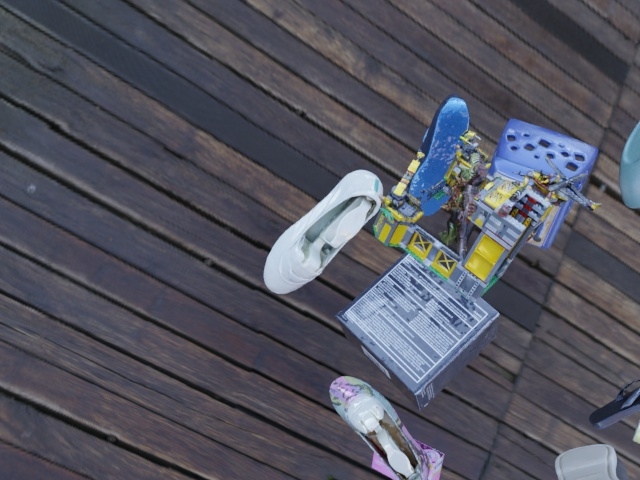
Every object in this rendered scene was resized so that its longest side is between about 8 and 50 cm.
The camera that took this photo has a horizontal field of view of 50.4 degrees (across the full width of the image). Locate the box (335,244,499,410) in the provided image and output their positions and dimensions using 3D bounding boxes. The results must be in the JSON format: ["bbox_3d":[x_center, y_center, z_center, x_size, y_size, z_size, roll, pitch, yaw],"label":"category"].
[{"bbox_3d":[0.254,0.223,1.766,0.294,0.182,0.296,-42,62,-9],"label":"box"}]

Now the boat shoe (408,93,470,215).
[{"bbox_3d":[0.249,-0.171,1.378,0.109,0.258,0.089,19,32,-4],"label":"boat shoe"}]

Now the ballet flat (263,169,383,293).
[{"bbox_3d":[0.000,0.000,1.625,0.139,0.139,0.400,39,108,-13],"label":"ballet flat"}]

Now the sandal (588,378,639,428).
[{"bbox_3d":[0.880,0.451,1.937,0.254,0.097,0.054,-34,93,8],"label":"sandal"}]

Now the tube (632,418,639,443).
[{"bbox_3d":[0.733,0.411,1.307,0.062,0.240,0.070,-65,152,-6],"label":"tube"}]

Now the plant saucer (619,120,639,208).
[{"bbox_3d":[0.432,-0.133,0.858,0.037,0.195,0.195,30,72,-1],"label":"plant saucer"}]

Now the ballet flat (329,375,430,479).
[{"bbox_3d":[0.100,0.313,1.103,0.077,0.079,0.221,-41,89,4],"label":"ballet flat"}]

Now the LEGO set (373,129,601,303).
[{"bbox_3d":[0.259,-0.078,1.066,0.331,0.192,0.255,-24,59,-37],"label":"LEGO set"}]

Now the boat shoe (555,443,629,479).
[{"bbox_3d":[0.319,0.330,0.795,0.335,0.112,0.095,-3,72,-64],"label":"boat shoe"}]

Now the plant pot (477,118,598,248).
[{"bbox_3d":[0.519,-0.129,1.691,0.236,0.236,0.212,23,46,15],"label":"plant pot"}]

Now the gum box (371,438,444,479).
[{"bbox_3d":[0.229,0.593,1.835,0.062,0.188,0.107,-17,119,-51],"label":"gum box"}]
